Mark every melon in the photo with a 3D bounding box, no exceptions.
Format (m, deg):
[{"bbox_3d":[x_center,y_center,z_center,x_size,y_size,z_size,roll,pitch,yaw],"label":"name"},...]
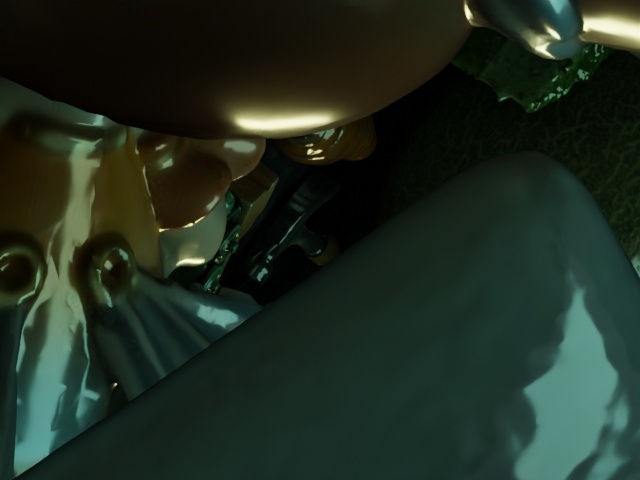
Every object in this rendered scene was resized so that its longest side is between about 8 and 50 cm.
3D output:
[{"bbox_3d":[0.163,-0.025,1.162,0.301,0.237,0.237,-44,163,-33],"label":"melon"}]

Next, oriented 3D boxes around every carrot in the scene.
[{"bbox_3d":[0.011,-0.063,0.985,0.048,0.048,0.216,-55,171,6],"label":"carrot"}]

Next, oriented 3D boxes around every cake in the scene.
[{"bbox_3d":[0.163,-0.164,1.103,0.235,0.100,0.099,-49,165,-18],"label":"cake"}]

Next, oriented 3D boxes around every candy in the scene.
[{"bbox_3d":[0.005,0.066,0.389,0.174,0.071,0.138,-35,134,4],"label":"candy"}]

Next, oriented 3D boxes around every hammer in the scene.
[{"bbox_3d":[0.000,0.000,1.128,0.078,0.021,0.201,-54,166,3],"label":"hammer"}]

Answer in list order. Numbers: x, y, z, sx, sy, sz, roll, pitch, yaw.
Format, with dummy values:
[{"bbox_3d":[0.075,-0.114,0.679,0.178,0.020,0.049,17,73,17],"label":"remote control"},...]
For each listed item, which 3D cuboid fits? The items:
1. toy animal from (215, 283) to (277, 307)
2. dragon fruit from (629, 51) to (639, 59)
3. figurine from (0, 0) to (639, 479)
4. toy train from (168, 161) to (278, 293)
[{"bbox_3d":[-0.028,0.151,1.039,0.260,0.087,0.243,13,88,-50],"label":"toy animal"},{"bbox_3d":[0.220,-0.229,0.895,0.204,0.221,0.283,-52,169,-13],"label":"dragon fruit"},{"bbox_3d":[-0.059,-0.038,0.453,0.276,0.248,0.388,2,124,-44],"label":"figurine"},{"bbox_3d":[-0.063,0.006,0.907,0.103,0.044,0.064,-64,173,34],"label":"toy train"}]
